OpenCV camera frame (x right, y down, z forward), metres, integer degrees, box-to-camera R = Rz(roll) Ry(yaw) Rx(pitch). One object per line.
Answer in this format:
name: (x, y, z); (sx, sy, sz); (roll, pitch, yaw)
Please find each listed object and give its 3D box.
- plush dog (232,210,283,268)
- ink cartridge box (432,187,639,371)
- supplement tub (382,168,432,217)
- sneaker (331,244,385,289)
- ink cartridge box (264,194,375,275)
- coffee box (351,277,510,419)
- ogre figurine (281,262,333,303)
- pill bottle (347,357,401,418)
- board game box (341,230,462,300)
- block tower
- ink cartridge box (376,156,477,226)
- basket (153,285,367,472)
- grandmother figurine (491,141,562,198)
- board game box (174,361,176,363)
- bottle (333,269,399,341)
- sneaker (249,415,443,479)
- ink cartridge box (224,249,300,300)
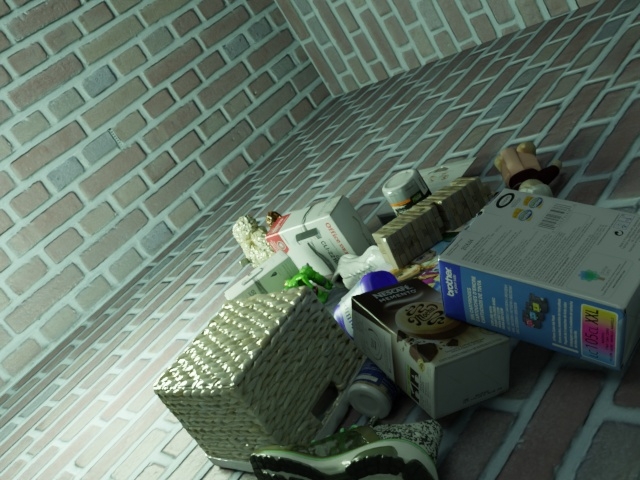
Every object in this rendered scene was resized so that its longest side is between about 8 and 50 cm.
plush dog: (-0.136, 0.009, 2.358); (0.225, 0.262, 0.211); (-33, 51, 31)
ink cartridge box: (0.398, 0.046, 1.280); (0.395, 0.151, 0.270); (18, 43, 36)
supplement tub: (0.265, -0.096, 1.967); (0.117, 0.190, 0.117); (-30, 20, 12)
sneaker: (0.119, 0.090, 1.946); (0.232, 0.090, 0.115); (-23, 28, 51)
ink cartridge box: (0.000, 0.000, 2.144); (0.273, 0.197, 0.114); (-18, 27, 37)
coffee box: (0.201, 0.194, 1.353); (0.168, 0.119, 0.297); (-15, 26, -23)
ogre figurine: (-0.043, 0.147, 1.990); (0.197, 0.118, 0.097); (-41, 21, -20)
pill bottle: (0.132, 0.278, 1.460); (0.094, 0.094, 0.169); (-15, 28, 42)
board game box: (0.260, 0.084, 1.699); (0.318, 0.066, 0.318); (-37, 19, -31)
block tower: (0.286, -0.054, 1.799); (0.335, 0.091, 0.097); (-32, 16, -21)
ink cartridge box: (0.336, -0.147, 2.167); (0.275, 0.060, 0.239); (-8, 31, 51)
basket: (-0.129, 0.304, 1.557); (0.331, 0.266, 0.328); (-14, 28, 46)
grandmother figurine: (0.532, -0.158, 1.843); (0.208, 0.104, 0.342); (-37, 16, 18)
board game box: (-0.253, 0.318, 1.854); (0.243, 0.165, 0.042); (-41, 21, -19)
bottle: (0.087, 0.181, 1.613); (0.092, 0.118, 0.283); (-6, -29, -33)
sneaker: (0.054, 0.400, 1.278); (0.410, 0.158, 0.182); (-12, 16, 34)
ink cartridge box: (-0.149, 0.157, 2.067); (0.218, 0.158, 0.092); (-37, 21, -8)
